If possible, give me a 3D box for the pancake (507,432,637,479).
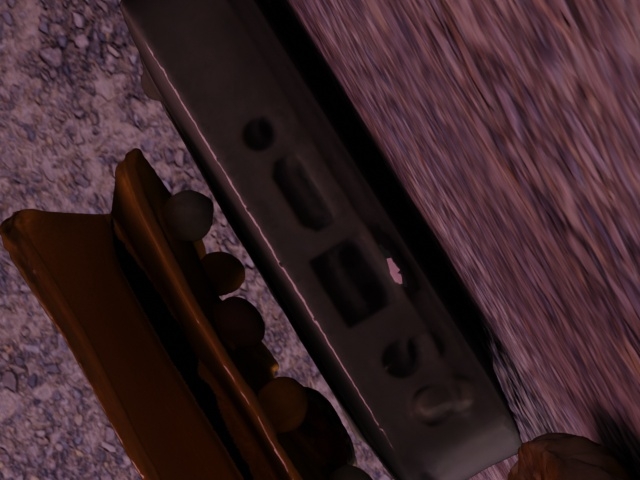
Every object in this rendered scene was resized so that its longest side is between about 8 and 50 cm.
[{"bbox_3d":[0.189,0.253,0.798,0.387,0.082,0.387,58,170,16],"label":"pancake"}]

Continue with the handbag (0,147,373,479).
[{"bbox_3d":[-0.044,0.134,1.199,0.401,0.133,0.283,56,180,17],"label":"handbag"}]

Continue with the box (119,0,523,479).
[{"bbox_3d":[0.001,0.000,1.260,0.396,0.111,0.396,58,177,5],"label":"box"}]
